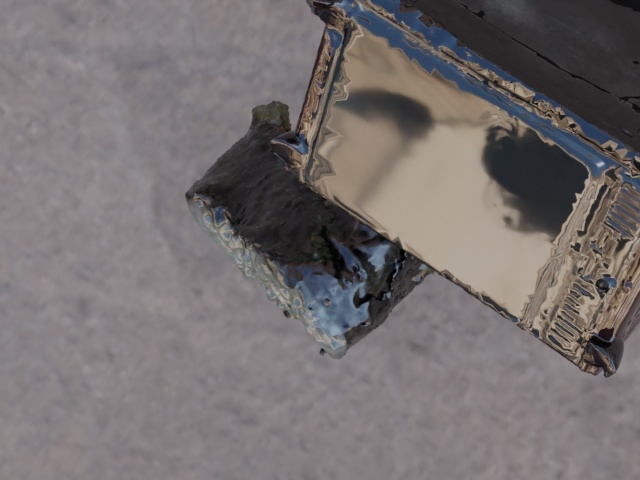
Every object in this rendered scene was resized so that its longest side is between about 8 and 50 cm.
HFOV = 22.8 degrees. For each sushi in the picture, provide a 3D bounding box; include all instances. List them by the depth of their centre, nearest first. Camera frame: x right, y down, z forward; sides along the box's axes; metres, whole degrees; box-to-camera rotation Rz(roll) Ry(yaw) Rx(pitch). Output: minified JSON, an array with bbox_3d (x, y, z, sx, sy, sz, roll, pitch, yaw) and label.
[{"bbox_3d":[0.000,0.000,1.143,0.147,0.115,0.212,57,168,-31],"label":"sushi"}]

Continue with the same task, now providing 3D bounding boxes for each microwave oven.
[{"bbox_3d":[0.127,-0.077,0.929,0.247,0.178,0.188,35,141,14],"label":"microwave oven"}]
